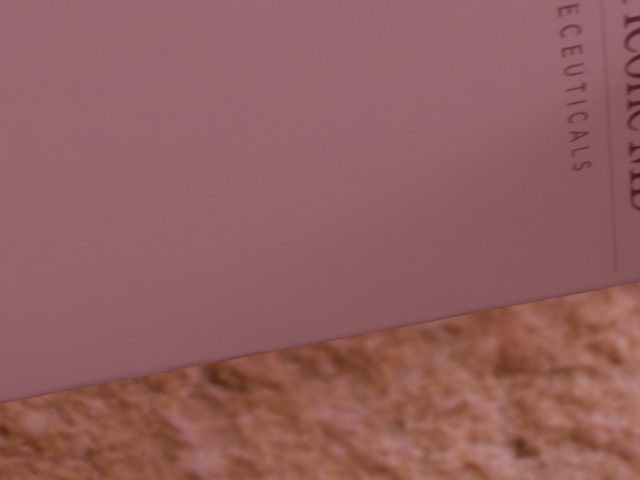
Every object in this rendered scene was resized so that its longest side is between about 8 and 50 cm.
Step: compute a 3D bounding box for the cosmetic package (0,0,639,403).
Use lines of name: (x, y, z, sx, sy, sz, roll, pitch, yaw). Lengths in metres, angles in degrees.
cosmetic package: (-0.107, -0.067, 0.515, 0.453, 0.161, 0.230, -12, 148, 6)
